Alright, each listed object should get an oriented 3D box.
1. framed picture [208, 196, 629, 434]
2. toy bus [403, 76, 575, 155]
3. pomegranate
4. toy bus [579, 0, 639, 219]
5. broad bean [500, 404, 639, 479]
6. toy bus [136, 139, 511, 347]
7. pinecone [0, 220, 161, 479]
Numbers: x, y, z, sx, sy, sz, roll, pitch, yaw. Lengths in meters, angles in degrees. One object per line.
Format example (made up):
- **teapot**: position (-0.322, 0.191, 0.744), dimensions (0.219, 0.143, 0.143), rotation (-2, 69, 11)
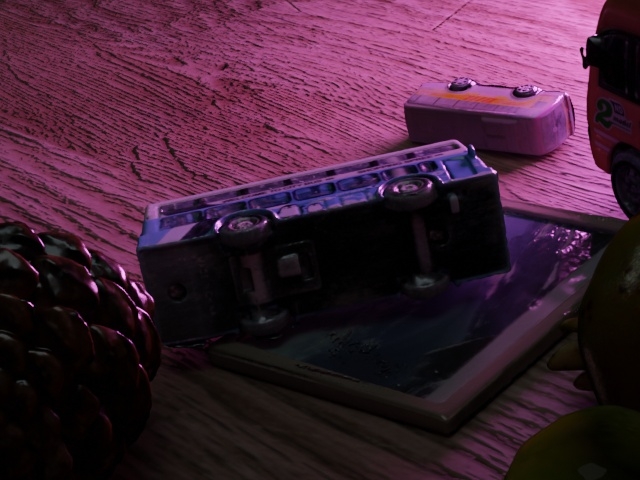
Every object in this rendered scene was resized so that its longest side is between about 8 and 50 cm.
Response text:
- **framed picture**: position (0.104, 0.046, 1.415), dimensions (0.247, 0.022, 0.335), rotation (13, 34, 39)
- **toy bus**: position (0.170, -0.125, 1.711), dimensions (0.172, 0.057, 0.072), rotation (9, 37, 36)
- **pomegranate**: position (0.249, 0.059, 1.147), dimensions (0.246, 0.198, 0.198), rotation (9, 31, 41)
- **toy bus**: position (0.402, -0.102, 1.381), dimensions (0.203, 0.233, 0.427), rotation (-20, 28, -21)
- **broad bean**: position (0.212, 0.191, 0.965), dimensions (0.238, 0.119, 0.291), rotation (-19, 28, -19)
- **toy bus**: position (0.000, 0.000, 1.404), dimensions (0.297, 0.106, 0.131), rotation (-12, 21, -3)
- **pinecone**: position (-0.224, 0.089, 1.217), dimensions (0.224, 0.224, 0.272), rotation (1, 15, 20)
